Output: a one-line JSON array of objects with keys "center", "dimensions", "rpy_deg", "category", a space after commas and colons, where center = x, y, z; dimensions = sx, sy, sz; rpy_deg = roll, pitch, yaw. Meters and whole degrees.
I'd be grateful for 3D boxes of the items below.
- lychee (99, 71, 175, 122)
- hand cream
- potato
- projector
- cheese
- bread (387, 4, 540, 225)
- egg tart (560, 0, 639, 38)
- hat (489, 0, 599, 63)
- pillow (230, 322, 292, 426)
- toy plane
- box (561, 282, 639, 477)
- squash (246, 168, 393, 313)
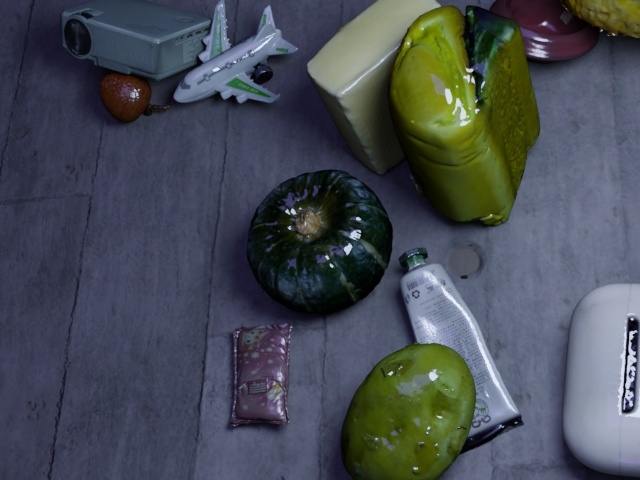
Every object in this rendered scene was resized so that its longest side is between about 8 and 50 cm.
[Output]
[{"center": [-0.371, -0.281, 2.024], "dimensions": [0.140, 0.114, 0.101], "rpy_deg": [39, 38, 8], "category": "lychee"}, {"center": [0.208, 0.168, 1.655], "dimensions": [0.121, 0.076, 0.336], "rpy_deg": [-26, 67, 11], "category": "hand cream"}, {"center": [0.136, 0.273, 1.569], "dimensions": [0.186, 0.148, 0.253], "rpy_deg": [42, 98, 13], "category": "potato"}, {"center": [-0.366, -0.404, 2.042], "dimensions": [0.256, 0.099, 0.192], "rpy_deg": [20, 31, 24], "category": "projector"}, {"center": [0.125, -0.274, 1.764], "dimensions": [0.242, 0.265, 0.124], "rpy_deg": [-37, 58, -1], "category": "cheese"}, {"center": [0.222, -0.200, 1.629], "dimensions": [0.208, 0.376, 0.251], "rpy_deg": [15, 72, 21], "category": "bread"}, {"center": [0.545, -0.435, 1.693], "dimensions": [0.443, 0.178, 0.443], "rpy_deg": [10, 30, -6], "category": "egg tart"}, {"center": [0.392, -0.372, 1.814], "dimensions": [0.205, 0.089, 0.205], "rpy_deg": [4, 47, -4], "category": "hat"}, {"center": [-0.098, 0.228, 1.735], "dimensions": [0.118, 0.043, 0.185], "rpy_deg": [-9, 60, 22], "category": "pillow"}, {"center": [-0.171, -0.337, 1.987], "dimensions": [0.255, 0.101, 0.251], "rpy_deg": [-33, 68, 8], "category": "toy plane"}, {"center": [0.532, 0.205, 1.478], "dimensions": [0.349, 0.141, 0.289], "rpy_deg": [3, 68, 20], "category": "box"}, {"center": [0.000, 0.000, 1.736], "dimensions": [0.252, 0.165, 0.252], "rpy_deg": [-8, 65, 18], "category": "squash"}]
